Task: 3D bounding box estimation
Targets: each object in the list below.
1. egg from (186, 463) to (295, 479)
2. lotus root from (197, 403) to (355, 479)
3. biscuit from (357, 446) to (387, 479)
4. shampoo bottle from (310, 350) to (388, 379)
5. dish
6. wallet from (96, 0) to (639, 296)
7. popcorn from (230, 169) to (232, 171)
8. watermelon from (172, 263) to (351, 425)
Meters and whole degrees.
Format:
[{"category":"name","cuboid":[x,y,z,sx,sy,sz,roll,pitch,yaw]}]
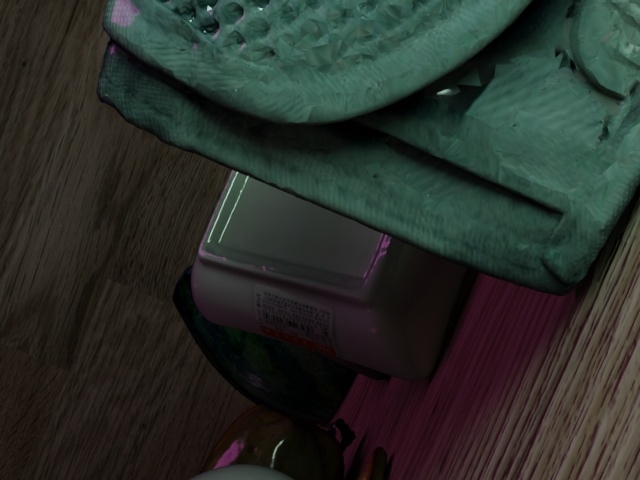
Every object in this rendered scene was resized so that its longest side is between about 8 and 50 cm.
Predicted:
[{"category":"egg","cuboid":[-0.059,0.233,0.723,0.146,0.146,0.199,-77,3,-82]},{"category":"lotus root","cuboid":[-0.062,0.252,1.025,0.123,0.124,0.241,-3,-63,-82]},{"category":"biscuit","cuboid":[-0.005,0.265,0.852,0.139,0.016,0.231,-71,4,-64]},{"category":"shampoo bottle","cuboid":[0.034,0.075,1.162,0.246,0.080,0.079,-170,105,-88]},{"category":"dish","cuboid":[0.000,0.000,0.869,0.077,0.212,0.151,45,-116,-55]},{"category":"wallet","cuboid":[0.063,-0.156,0.450,0.075,0.237,0.342,-64,-2,-66]},{"category":"popcorn","cuboid":[0.036,-0.129,1.039,0.237,0.293,0.293,-38,-22,-50]},{"category":"watermelon","cuboid":[-0.017,0.112,1.430,0.292,0.319,0.222,68,-170,-83]}]
